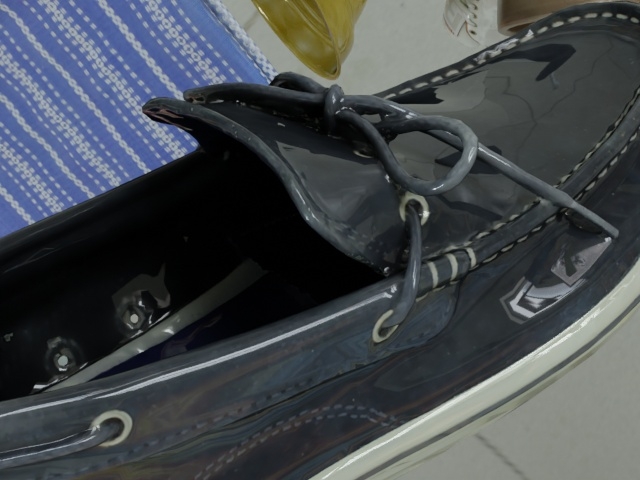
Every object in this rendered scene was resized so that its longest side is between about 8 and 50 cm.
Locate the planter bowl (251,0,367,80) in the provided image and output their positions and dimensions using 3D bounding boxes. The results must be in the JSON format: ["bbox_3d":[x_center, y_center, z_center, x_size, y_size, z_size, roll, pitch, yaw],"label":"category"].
[{"bbox_3d":[-0.012,-0.273,1.221,0.217,0.090,0.217,52,171,12],"label":"planter bowl"}]

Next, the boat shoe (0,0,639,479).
[{"bbox_3d":[0.000,0.000,0.543,0.187,0.500,0.156,29,143,49],"label":"boat shoe"}]

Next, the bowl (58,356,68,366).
[{"bbox_3d":[-0.213,0.218,0.802,0.289,0.289,0.156,40,117,-3],"label":"bowl"}]

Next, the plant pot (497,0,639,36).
[{"bbox_3d":[0.259,-0.225,0.978,0.237,0.237,0.109,0,93,27],"label":"plant pot"}]

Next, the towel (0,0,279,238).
[{"bbox_3d":[-0.173,-0.084,0.831,0.336,0.040,0.243,-23,114,45],"label":"towel"}]

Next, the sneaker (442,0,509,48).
[{"bbox_3d":[0.180,-0.267,1.347,0.123,0.290,0.106,-26,67,18],"label":"sneaker"}]
